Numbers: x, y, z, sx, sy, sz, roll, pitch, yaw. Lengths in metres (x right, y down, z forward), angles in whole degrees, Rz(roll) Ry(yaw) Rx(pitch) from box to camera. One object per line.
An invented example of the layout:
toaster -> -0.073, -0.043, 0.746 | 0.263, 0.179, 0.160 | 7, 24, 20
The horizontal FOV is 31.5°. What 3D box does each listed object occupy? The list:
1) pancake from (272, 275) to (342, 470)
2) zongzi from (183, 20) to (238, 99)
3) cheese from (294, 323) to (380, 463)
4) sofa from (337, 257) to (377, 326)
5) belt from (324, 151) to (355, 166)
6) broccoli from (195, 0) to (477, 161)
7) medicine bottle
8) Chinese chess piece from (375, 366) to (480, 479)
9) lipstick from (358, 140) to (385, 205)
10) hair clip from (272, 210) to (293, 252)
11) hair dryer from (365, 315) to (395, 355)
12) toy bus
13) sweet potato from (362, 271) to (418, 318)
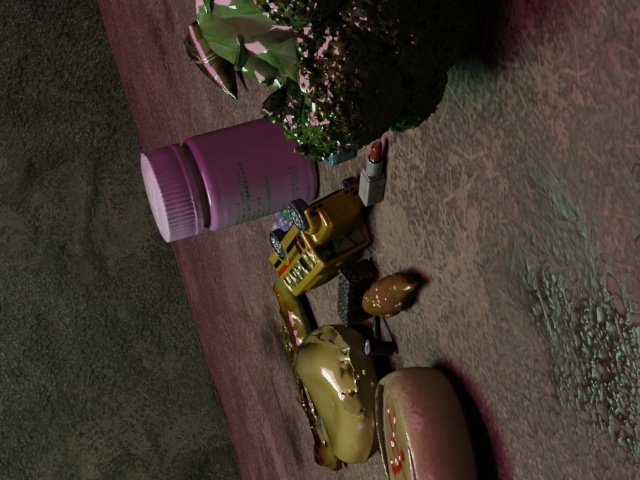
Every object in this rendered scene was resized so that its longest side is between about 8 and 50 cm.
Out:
pancake -> -0.042, 0.278, 2.457 | 0.305, 0.066, 0.427 | -137, 32, -64
zongzi -> -0.227, -0.374, 2.423 | 0.184, 0.084, 0.187 | 65, 172, -5
cheese -> 0.042, 0.267, 2.069 | 0.260, 0.128, 0.316 | 60, 167, 17
sofa -> 0.062, 0.089, 1.920 | 0.039, 0.060, 0.118 | 53, 154, 37
belt -> 0.010, -0.211, 1.804 | 0.100, 0.065, 0.179 | 40, 142, 49
broccoli -> 0.021, -0.278, 1.273 | 0.310, 0.321, 0.413 | 37, 172, 22
medicine bottle -> -0.167, -0.115, 2.071 | 0.178, 0.290, 0.178 | 162, 90, -75
Chinese chess piece -> 0.157, 0.314, 1.709 | 0.250, 0.103, 0.250 | 171, 90, -81
lipstick -> 0.081, -0.106, 1.714 | 0.129, 0.030, 0.030 | 94, 154, -51
hair clip -> -0.054, -0.036, 2.238 | 0.124, 0.052, 0.196 | 36, 132, 50
hair dryer -> 0.098, 0.154, 1.914 | 0.026, 0.047, 0.083 | 119, 152, -58
toy bus -> 0.000, 0.000, 1.939 | 0.123, 0.121, 0.335 | 62, 163, 7
sweet potato -> 0.113, 0.084, 1.760 | 0.068, 0.060, 0.206 | 35, 161, -3
